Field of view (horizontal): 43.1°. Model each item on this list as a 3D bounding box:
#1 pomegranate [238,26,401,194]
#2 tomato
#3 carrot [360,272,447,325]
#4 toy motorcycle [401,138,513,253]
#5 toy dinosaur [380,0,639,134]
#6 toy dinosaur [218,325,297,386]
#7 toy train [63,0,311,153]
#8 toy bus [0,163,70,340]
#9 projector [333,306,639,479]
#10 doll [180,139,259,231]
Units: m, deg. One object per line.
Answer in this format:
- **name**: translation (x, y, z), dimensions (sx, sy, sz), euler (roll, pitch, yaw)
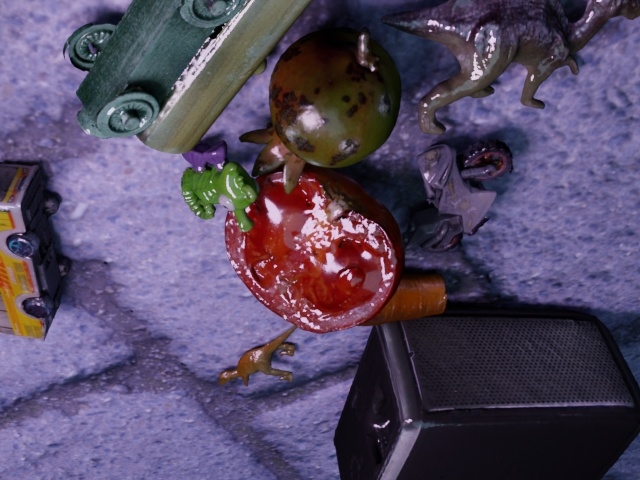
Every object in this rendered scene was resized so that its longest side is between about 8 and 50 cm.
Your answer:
- **pomegranate**: translation (-0.010, -0.148, 0.897), dimensions (0.220, 0.156, 0.156), euler (-18, 139, 33)
- **tomato**: translation (0.000, 0.000, 1.059), dimensions (0.233, 0.139, 0.200), euler (39, 118, 1)
- **carrot**: translation (0.092, 0.086, 1.205), dimensions (0.193, 0.087, 0.087), euler (4, 135, -17)
- **toy motorcycle**: translation (0.165, -0.053, 1.073), dimensions (0.122, 0.080, 0.215), euler (7, 139, -17)
- **toy dinosaur**: translation (0.215, -0.220, 0.911), dimensions (0.294, 0.077, 0.162), euler (-16, 134, -14)
- **toy dinosaur**: translation (-0.102, 0.185, 1.309), dimensions (0.126, 0.039, 0.162), euler (0, 135, -7)
- **toy train**: translation (-0.136, -0.218, 0.841), dimensions (0.189, 0.126, 0.307), euler (-8, 149, -52)
- **toy bus**: translation (-0.395, 0.019, 1.051), dimensions (0.106, 0.092, 0.268), euler (7, 136, -2)
- **projector**: translation (0.260, 0.306, 1.353), dimensions (0.405, 0.242, 0.395), euler (2, 134, -14)
- **doll**: translation (-0.124, -0.062, 0.971), dimensions (0.050, 0.190, 0.115), euler (-30, 109, -27)
